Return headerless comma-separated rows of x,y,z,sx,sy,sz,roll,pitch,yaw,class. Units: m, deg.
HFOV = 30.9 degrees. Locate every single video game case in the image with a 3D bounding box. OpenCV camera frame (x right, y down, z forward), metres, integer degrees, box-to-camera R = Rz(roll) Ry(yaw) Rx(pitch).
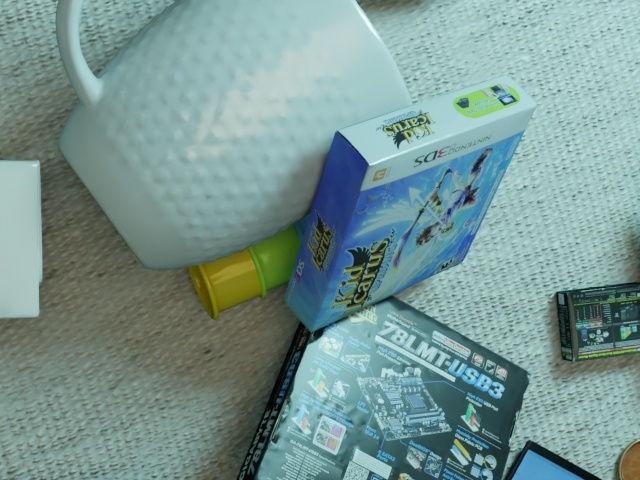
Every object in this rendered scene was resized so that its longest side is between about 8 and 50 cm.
0.096,-0.039,1.290,0.244,0.269,0.061,-21,57,-32,video game case

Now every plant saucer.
0.434,0.304,1.543,0.083,0.013,0.083,0,91,-14,plant saucer

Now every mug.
-0.128,-0.165,1.246,0.328,0.276,0.374,-37,121,-8,mug

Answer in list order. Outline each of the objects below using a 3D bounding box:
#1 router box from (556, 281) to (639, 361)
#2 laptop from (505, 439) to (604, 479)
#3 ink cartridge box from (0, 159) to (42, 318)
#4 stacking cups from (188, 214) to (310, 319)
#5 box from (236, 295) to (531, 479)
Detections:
0.374,0.106,1.514,0.122,0.038,0.092,-5,91,-14,router box
0.315,0.431,1.447,0.234,0.264,0.136,29,125,-12,laptop
-0.419,-0.001,1.244,0.232,0.171,0.168,0,90,-15,ink cartridge box
0.000,0.000,1.395,0.316,0.096,0.096,-19,95,-15,stacking cups
0.083,0.224,1.374,0.295,0.073,0.293,29,59,-14,box
